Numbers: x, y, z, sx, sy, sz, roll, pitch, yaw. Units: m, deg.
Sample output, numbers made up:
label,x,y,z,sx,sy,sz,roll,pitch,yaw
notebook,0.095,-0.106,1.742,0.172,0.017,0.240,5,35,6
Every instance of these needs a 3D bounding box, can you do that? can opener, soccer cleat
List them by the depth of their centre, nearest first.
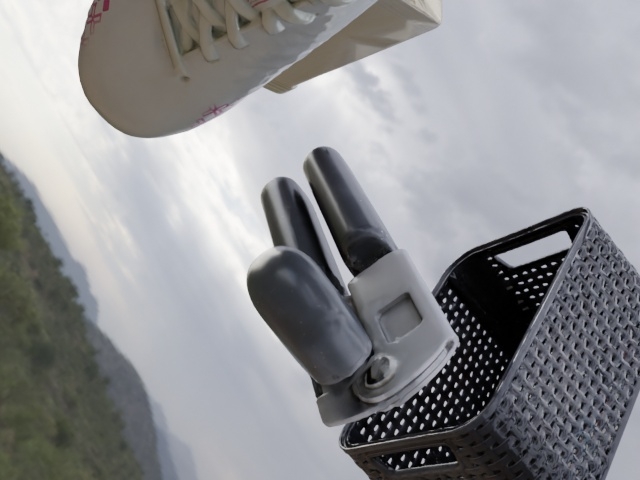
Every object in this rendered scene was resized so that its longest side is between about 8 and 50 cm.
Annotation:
label,x,y,z,sx,sy,sz,roll,pitch,yaw
soccer cleat,-0.023,-0.153,0.469,0.116,0.331,0.143,43,26,-22
can opener,0.000,0.000,0.515,0.095,0.076,0.283,52,7,-26

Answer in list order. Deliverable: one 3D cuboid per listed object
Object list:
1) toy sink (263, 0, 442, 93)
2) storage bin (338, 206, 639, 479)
label,x,y,z,sx,sy,sz,roll,pitch,yaw
toy sink,-0.035,-0.212,0.685,0.234,0.131,0.153,-15,-112,40
storage bin,0.109,0.077,0.521,0.084,0.180,0.122,48,-39,-13
